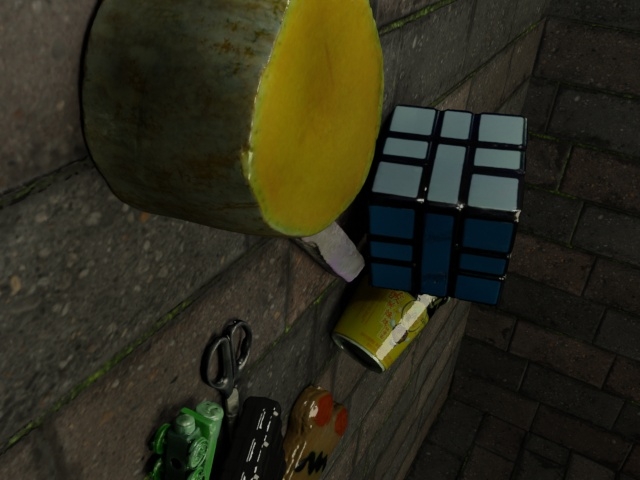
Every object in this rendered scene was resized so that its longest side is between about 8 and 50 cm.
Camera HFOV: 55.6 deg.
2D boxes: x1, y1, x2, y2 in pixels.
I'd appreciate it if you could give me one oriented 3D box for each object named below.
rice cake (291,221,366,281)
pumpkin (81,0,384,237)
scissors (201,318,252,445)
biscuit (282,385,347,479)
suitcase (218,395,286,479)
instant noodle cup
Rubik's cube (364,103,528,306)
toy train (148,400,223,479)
[{"bbox_3d":[0.000,-0.001,1.059,0.070,0.064,0.399,-60,156,-6],"label":"rice cake"},{"bbox_3d":[-0.055,-0.150,0.642,0.332,0.199,0.332,-53,154,-41],"label":"pumpkin"},{"bbox_3d":[-0.146,0.255,0.994,0.109,0.022,0.300,-42,146,-43],"label":"scissors"},{"bbox_3d":[-0.045,0.552,1.408,0.394,0.076,0.368,-63,156,-17],"label":"biscuit"},{"bbox_3d":[-0.116,0.421,1.052,0.286,0.066,0.206,90,12,-48],"label":"suitcase"},{"bbox_3d":[0.146,0.163,1.383,0.236,0.215,0.215,-51,153,-18],"label":"instant noodle cup"},{"bbox_3d":[0.251,-0.074,1.227,0.288,0.283,0.294,82,18,-47],"label":"Rubik's cube"},{"bbox_3d":[-0.196,0.351,0.890,0.119,0.085,0.251,-31,139,-65],"label":"toy train"}]
